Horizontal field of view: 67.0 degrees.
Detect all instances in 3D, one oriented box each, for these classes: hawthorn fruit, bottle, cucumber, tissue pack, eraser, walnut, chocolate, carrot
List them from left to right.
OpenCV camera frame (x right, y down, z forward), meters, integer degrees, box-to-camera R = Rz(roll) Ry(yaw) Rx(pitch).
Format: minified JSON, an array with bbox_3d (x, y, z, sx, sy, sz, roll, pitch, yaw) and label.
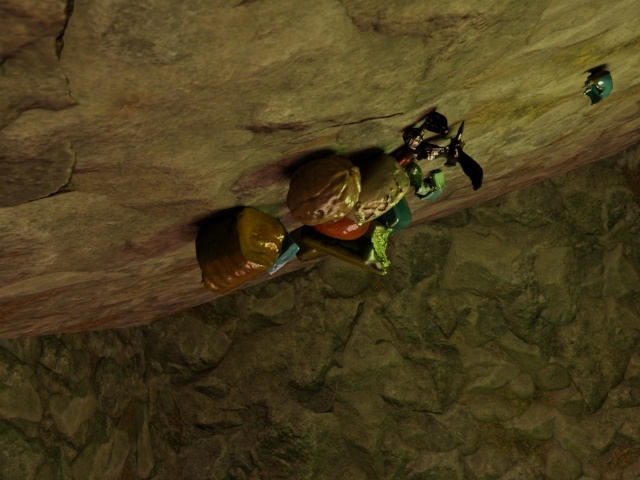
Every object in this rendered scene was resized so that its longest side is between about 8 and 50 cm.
[{"bbox_3d":[-0.308,0.038,1.674,0.341,0.241,0.242,-27,169,24],"label":"carrot"},{"bbox_3d":[-0.172,0.019,1.835,0.144,0.042,0.312,-42,-155,0],"label":"eraser"},{"bbox_3d":[0.006,-0.144,1.416,0.245,0.198,0.198,-29,168,38],"label":"walnut"},{"bbox_3d":[0.053,-0.103,1.774,0.263,0.210,0.210,-2,172,5],"label":"hawthorn fruit"},{"bbox_3d":[0.254,-0.105,2.133,0.288,0.198,0.206,-27,170,30],"label":"tissue pack"},{"bbox_3d":[0.269,-0.268,1.627,0.060,0.060,0.164,-14,169,-32],"label":"bottle"},{"bbox_3d":[0.371,-0.259,1.907,0.069,0.069,0.227,-21,167,10],"label":"cucumber"},{"bbox_3d":[0.307,-0.319,1.388,0.070,0.072,0.147,-28,-176,-43],"label":"chocolate"}]

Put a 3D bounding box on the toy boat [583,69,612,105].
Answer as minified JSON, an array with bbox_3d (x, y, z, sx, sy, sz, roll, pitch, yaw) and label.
[{"bbox_3d":[0.879,-0.489,1.550,0.077,0.075,0.185,-31,165,17],"label":"toy boat"}]

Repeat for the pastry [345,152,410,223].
[{"bbox_3d":[0.167,-0.163,1.555,0.265,0.133,0.265,-37,-166,11],"label":"pastry"}]

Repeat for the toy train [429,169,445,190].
[{"bbox_3d":[0.510,-0.263,2.102,0.056,0.093,0.038,-23,-155,-12],"label":"toy train"}]

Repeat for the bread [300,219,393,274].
[{"bbox_3d":[0.107,-0.014,1.970,0.377,0.208,0.251,17,167,19],"label":"bread"}]

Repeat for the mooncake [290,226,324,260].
[{"bbox_3d":[0.000,0.000,2.381,0.285,0.155,0.284,-20,170,-4],"label":"mooncake"}]

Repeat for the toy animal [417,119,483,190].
[{"bbox_3d":[0.437,-0.310,1.612,0.273,0.197,0.160,22,-156,16],"label":"toy animal"}]

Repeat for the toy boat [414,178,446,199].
[{"bbox_3d":[0.488,-0.246,2.234,0.102,0.088,0.215,17,163,-9],"label":"toy boat"}]
